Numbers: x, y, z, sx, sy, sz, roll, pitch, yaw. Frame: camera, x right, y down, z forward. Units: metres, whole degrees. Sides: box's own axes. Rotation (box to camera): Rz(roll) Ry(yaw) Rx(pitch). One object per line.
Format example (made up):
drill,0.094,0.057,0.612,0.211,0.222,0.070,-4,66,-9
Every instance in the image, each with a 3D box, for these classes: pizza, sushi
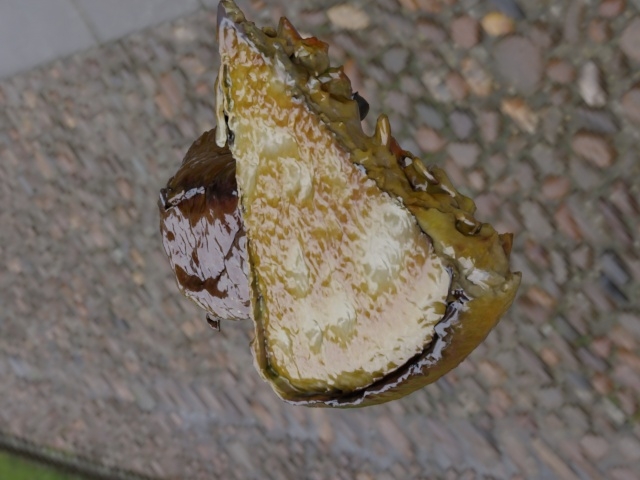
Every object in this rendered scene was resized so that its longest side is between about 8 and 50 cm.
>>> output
pizza,0.000,0.000,0.979,0.288,0.074,0.251,54,139,26
sushi,-0.032,-0.025,1.192,0.296,0.179,0.167,-7,100,62
